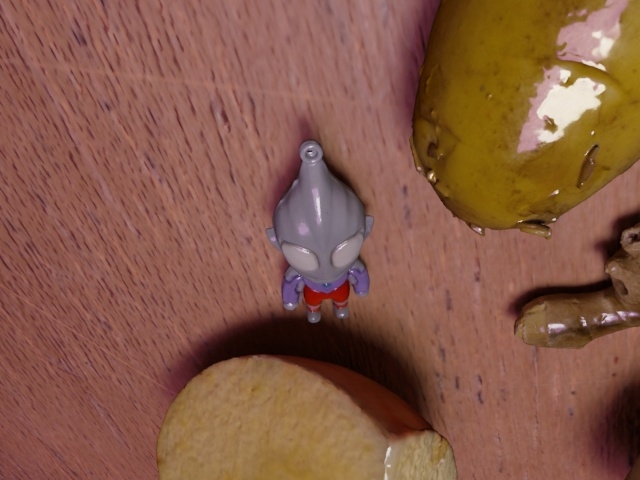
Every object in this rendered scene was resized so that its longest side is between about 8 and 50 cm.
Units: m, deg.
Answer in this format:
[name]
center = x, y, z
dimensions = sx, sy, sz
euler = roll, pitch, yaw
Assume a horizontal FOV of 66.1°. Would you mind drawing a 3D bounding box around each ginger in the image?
[ginger]
center = 0.288, 0.044, 0.467
dimensions = 0.214, 0.059, 0.133
euler = -16, 128, 21

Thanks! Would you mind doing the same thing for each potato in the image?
[potato]
center = 0.159, -0.140, 0.309
dimensions = 0.173, 0.140, 0.300
euler = 19, 120, 5

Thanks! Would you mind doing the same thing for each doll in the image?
[doll]
center = 0.000, 0.000, 0.475
dimensions = 0.102, 0.075, 0.227
euler = -8, 136, -5

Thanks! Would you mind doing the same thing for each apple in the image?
[apple]
center = -0.024, 0.272, 0.566
dimensions = 0.309, 0.252, 0.314
euler = 13, 137, 41

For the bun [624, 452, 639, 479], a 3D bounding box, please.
[bun]
center = 0.459, 0.256, 0.517
dimensions = 0.299, 0.164, 0.298
euler = 0, 125, -1
